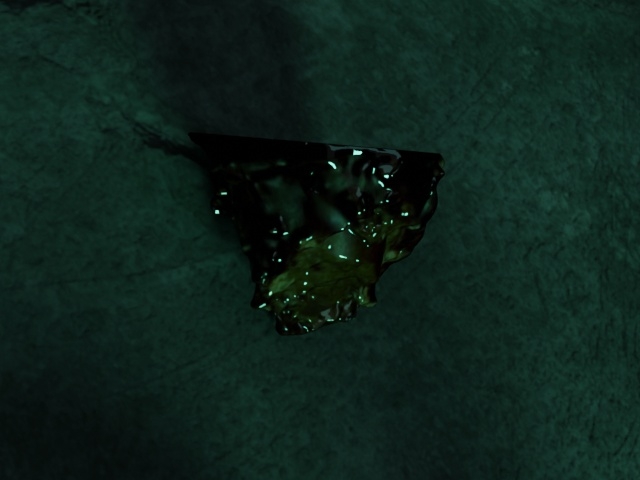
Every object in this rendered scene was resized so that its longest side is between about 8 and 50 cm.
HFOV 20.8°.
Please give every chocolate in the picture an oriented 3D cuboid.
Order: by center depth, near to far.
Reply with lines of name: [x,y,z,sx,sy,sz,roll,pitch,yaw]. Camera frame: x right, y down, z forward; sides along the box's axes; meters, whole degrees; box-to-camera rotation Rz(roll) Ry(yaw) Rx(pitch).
chocolate: [0.000,0.000,1.544,0.224,0.206,0.177,2,94,-20]
